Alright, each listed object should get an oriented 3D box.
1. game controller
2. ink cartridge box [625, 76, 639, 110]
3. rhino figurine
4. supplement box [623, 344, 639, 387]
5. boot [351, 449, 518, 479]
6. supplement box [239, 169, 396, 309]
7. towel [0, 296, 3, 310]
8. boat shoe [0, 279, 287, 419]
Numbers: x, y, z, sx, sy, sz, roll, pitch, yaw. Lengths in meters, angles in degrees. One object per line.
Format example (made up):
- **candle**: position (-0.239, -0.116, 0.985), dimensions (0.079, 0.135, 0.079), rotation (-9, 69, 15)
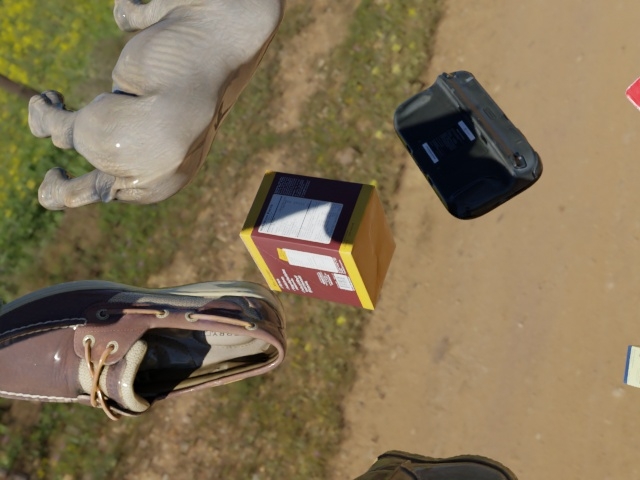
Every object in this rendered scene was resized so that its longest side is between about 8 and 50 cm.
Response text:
- **game controller**: position (0.232, -0.162, 1.698), dimensions (0.166, 0.067, 0.319), rotation (-38, 42, 11)
- **ink cartridge box**: position (0.594, -0.210, 1.338), dimensions (0.309, 0.272, 0.130), rotation (-44, -15, 11)
- **rhino figurine**: position (-0.075, -0.118, 0.616), dimensions (0.106, 0.073, 0.243), rotation (8, 57, 38)
- **supplement box**: position (0.486, 0.182, 1.450), dimensions (0.083, 0.083, 0.056), rotation (11, 95, 58)
- **boot**: position (0.113, 0.366, 1.379), dimensions (0.236, 0.269, 0.089), rotation (-2, 97, 30)
- **supplement box**: position (0.000, 0.000, 1.709), dimensions (0.194, 0.191, 0.129), rotation (10, 62, 22)
- **towel**: position (-0.491, 0.140, 0.958), dimensions (0.370, 0.040, 0.271), rotation (-14, 19, 38)
- **boat shoe**: position (-0.201, 0.118, 1.071), dimensions (0.123, 0.341, 0.123), rotation (-110, 18, -66)
